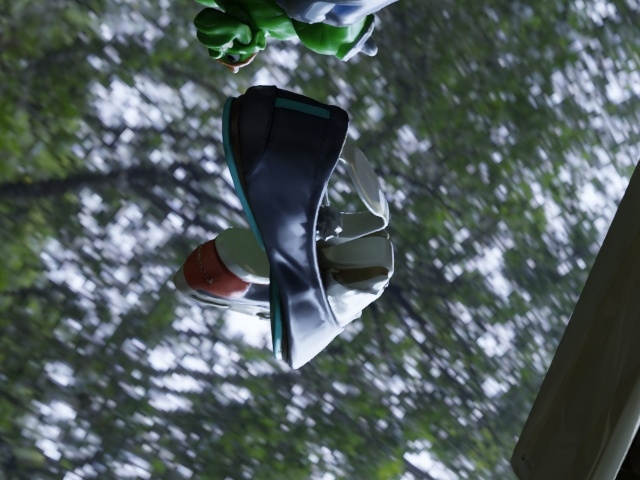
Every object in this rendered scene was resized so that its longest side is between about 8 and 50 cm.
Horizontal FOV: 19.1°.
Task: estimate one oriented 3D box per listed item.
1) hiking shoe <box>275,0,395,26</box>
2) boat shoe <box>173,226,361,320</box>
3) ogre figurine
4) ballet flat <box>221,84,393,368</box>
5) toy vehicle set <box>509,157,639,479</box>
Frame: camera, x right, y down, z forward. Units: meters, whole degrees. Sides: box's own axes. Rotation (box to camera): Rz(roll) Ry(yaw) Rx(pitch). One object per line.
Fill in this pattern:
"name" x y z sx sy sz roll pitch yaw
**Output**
"hiking shoe" 0.076 -0.140 0.705 0.132 0.304 0.113 18 -108 -16
"boat shoe" -0.028 0.027 1.108 0.043 0.137 0.049 -37 -121 25
"ogre figurine" -0.037 -0.155 1.023 0.197 0.118 0.097 7 -121 27
"ballet flat" 0.000 0.000 0.921 0.074 0.203 0.074 -4 -126 5
"toy vehicle set" 0.199 0.014 0.555 0.035 0.267 0.166 51 -53 52
